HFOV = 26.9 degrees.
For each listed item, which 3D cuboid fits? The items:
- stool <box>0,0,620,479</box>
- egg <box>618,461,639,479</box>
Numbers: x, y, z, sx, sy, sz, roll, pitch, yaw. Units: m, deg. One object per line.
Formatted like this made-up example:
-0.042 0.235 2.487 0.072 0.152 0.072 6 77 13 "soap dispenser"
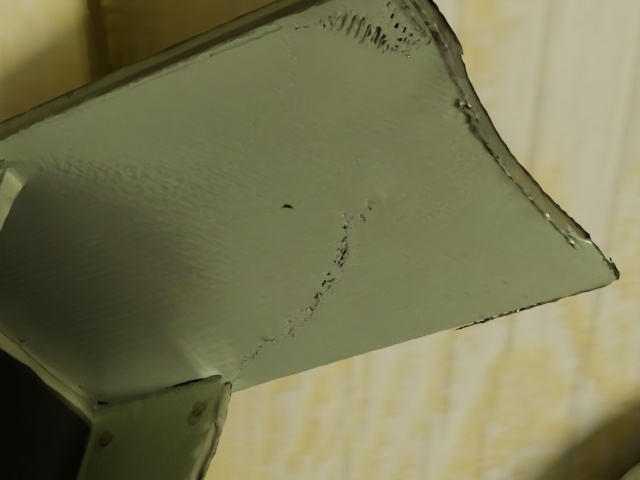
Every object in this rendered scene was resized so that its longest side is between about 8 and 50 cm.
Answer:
-0.058 0.086 0.429 0.270 0.243 0.170 -18 132 30 "stool"
0.193 0.172 0.638 0.151 0.151 0.209 16 116 -20 "egg"
